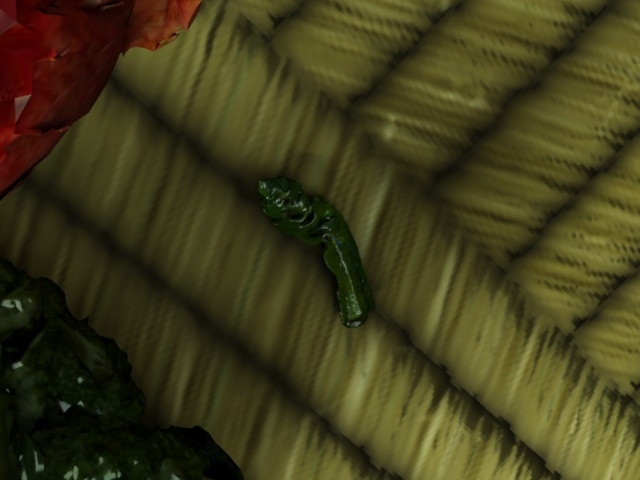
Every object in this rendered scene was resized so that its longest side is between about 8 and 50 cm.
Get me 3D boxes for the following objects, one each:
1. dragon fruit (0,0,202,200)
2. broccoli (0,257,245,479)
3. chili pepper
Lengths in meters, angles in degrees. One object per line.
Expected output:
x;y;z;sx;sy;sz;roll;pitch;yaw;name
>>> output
-0.171;-0.122;0.436;0.296;0.301;0.295;-19;132;-22;dragon fruit
-0.168;0.157;0.534;0.321;0.283;0.303;8;101;-38;broccoli
0.000;0.000;0.661;0.027;0.022;0.083;-37;119;-2;chili pepper
